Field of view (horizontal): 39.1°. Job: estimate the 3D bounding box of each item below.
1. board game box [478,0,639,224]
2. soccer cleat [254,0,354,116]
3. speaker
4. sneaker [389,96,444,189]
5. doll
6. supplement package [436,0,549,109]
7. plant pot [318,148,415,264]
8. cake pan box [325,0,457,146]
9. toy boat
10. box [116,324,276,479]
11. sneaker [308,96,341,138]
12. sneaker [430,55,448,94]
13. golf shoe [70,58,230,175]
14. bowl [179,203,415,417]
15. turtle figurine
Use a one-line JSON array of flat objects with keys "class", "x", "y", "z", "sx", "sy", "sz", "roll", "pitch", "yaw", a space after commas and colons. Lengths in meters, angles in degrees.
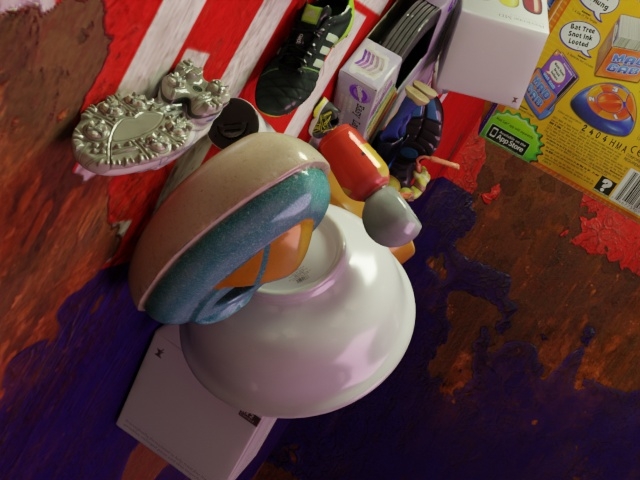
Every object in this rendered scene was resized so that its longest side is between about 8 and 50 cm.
[{"class": "board game box", "x": 0.534, "y": -0.300, "z": 1.606, "sx": 0.356, "sy": 0.356, "sz": 0.356, "roll": -61, "pitch": 180, "yaw": 28}, {"class": "soccer cleat", "x": -0.017, "y": -0.202, "z": 0.933, "sx": 0.179, "sy": 0.060, "sz": 0.072, "roll": -59, "pitch": 163, "yaw": -30}, {"class": "speaker", "x": -0.076, "y": -0.106, "z": 0.935, "sx": 0.055, "sy": 0.055, "sz": 0.136, "roll": -57, "pitch": 170, "yaw": 0}, {"class": "sneaker", "x": 0.147, "y": -0.197, "z": 1.647, "sx": 0.341, "sy": 0.125, "sz": 0.140, "roll": 116, "pitch": -5, "yaw": -66}, {"class": "doll", "x": 0.100, "y": -0.142, "z": 1.326, "sx": 0.189, "sy": 0.046, "sz": 0.129, "roll": -61, "pitch": 170, "yaw": 31}, {"class": "supplement package", "x": 0.269, "y": -0.335, "z": 1.415, "sx": 0.244, "sy": 0.139, "sz": 0.134, "roll": -76, "pitch": -179, "yaw": -51}, {"class": "plant pot", "x": 0.000, "y": 0.000, "z": 1.310, "sx": 0.188, "sy": 0.205, "sz": 0.205, "roll": -39, "pitch": 168, "yaw": -6}, {"class": "cake pan box", "x": 0.102, "y": -0.247, "z": 1.334, "sx": 0.246, "sy": 0.070, "sz": 0.267, "roll": -55, "pitch": 171, "yaw": -25}, {"class": "toy boat", "x": -0.030, "y": -0.017, "z": 0.916, "sx": 0.318, "sy": 0.148, "sz": 0.267, "roll": -26, "pitch": 168, "yaw": -39}, {"class": "box", "x": -0.150, "y": 0.210, "z": 1.215, "sx": 0.182, "sy": 0.181, "sz": 0.119, "roll": -62, "pitch": 169, "yaw": 30}, {"class": "sneaker", "x": 0.007, "y": -0.160, "z": 1.230, "sx": 0.031, "sy": 0.035, "sz": 0.083, "roll": -52, "pitch": 169, "yaw": -22}, {"class": "sneaker", "x": 0.313, "y": -0.394, "z": 1.751, "sx": 0.281, "sy": 0.115, "sz": 0.105, "roll": -56, "pitch": 170, "yaw": -7}, {"class": "golf shoe", "x": -0.136, "y": -0.076, "z": 0.714, "sx": 0.086, "sy": 0.069, "sz": 0.176, "roll": -56, "pitch": 171, "yaw": 35}, {"class": "bowl", "x": -0.036, "y": 0.049, "z": 1.075, "sx": 0.298, "sy": 0.298, "sz": 0.134, "roll": -51, "pitch": 150, "yaw": -31}, {"class": "turtle figurine", "x": 0.103, "y": -0.068, "z": 1.591, "sx": 0.269, "sy": 0.087, "sz": 0.217, "roll": -14, "pitch": 167, "yaw": -23}]
